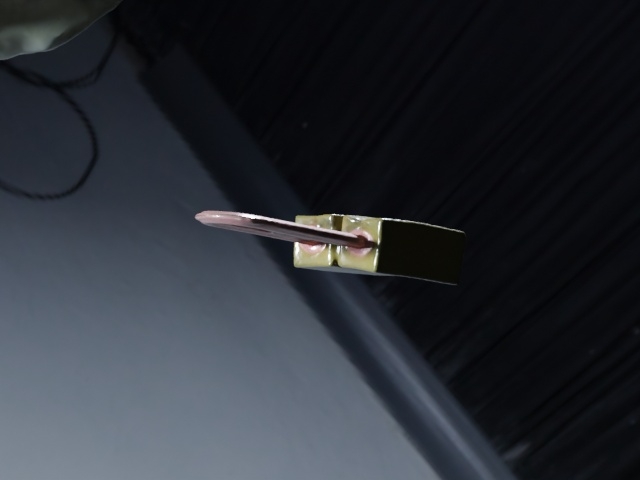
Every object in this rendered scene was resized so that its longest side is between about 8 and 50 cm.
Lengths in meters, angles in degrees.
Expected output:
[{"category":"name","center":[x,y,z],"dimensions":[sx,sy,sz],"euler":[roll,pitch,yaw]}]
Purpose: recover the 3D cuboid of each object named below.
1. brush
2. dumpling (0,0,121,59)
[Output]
[{"category":"brush","center":[0.000,0.000,1.058],"dimensions":[0.233,0.103,0.047],"euler":[8,87,-44]},{"category":"dumpling","center":[-0.100,-0.107,0.338],"dimensions":[0.134,0.100,0.169],"euler":[50,56,-19]}]
